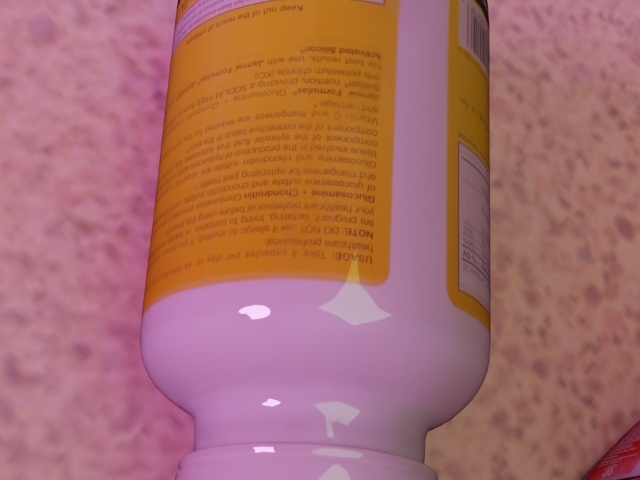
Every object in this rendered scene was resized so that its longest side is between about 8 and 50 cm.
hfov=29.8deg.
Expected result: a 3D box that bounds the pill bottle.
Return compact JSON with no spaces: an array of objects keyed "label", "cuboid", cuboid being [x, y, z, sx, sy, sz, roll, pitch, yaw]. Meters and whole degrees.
[{"label":"pill bottle","cuboid":[0.000,0.000,0.366,0.103,0.103,0.184,14,66,-23]}]

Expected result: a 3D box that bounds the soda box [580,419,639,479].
[{"label":"soda box","cuboid":[0.203,0.065,0.353,0.083,0.263,0.092,-37,91,-33]}]
